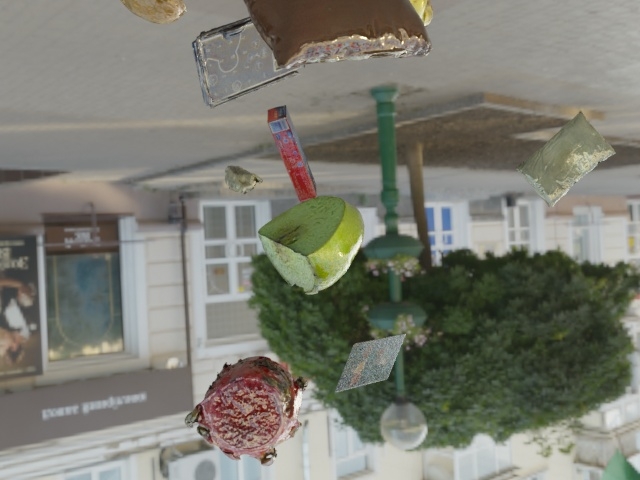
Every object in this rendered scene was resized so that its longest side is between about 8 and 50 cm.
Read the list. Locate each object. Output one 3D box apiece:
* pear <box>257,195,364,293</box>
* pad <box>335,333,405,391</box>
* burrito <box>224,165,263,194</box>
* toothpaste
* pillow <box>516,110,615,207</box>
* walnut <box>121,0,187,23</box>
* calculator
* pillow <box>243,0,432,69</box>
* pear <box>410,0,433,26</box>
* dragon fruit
[{"bbox_3d":[0.000,0.000,1.991,0.292,0.159,0.292,-21,-146,14],"label":"pear"},{"bbox_3d":[0.126,0.301,1.807,0.211,0.143,0.003,-2,-152,-48],"label":"pad"},{"bbox_3d":[-0.213,-0.162,1.930,0.058,0.063,0.229,1,-168,-25],"label":"burrito"},{"bbox_3d":[-0.086,-0.268,2.300,0.066,0.320,0.076,-14,-141,9],"label":"toothpaste"},{"bbox_3d":[0.656,-0.216,1.961,0.230,0.148,0.050,-42,-179,7],"label":"pillow"},{"bbox_3d":[-0.467,-0.642,1.952,0.211,0.087,0.167,31,159,-11],"label":"walnut"},{"bbox_3d":[-0.147,-0.395,1.564,0.274,0.165,0.028,-30,-139,-29],"label":"calculator"},{"bbox_3d":[-0.006,-0.394,1.115,0.308,0.305,0.108,-17,163,-38],"label":"pillow"},{"bbox_3d":[0.126,-0.718,2.147,0.386,0.340,0.191,29,-125,29],"label":"pear"},{"bbox_3d":[-0.156,0.367,1.537,0.282,0.211,0.147,-19,-169,0],"label":"dragon fruit"}]
